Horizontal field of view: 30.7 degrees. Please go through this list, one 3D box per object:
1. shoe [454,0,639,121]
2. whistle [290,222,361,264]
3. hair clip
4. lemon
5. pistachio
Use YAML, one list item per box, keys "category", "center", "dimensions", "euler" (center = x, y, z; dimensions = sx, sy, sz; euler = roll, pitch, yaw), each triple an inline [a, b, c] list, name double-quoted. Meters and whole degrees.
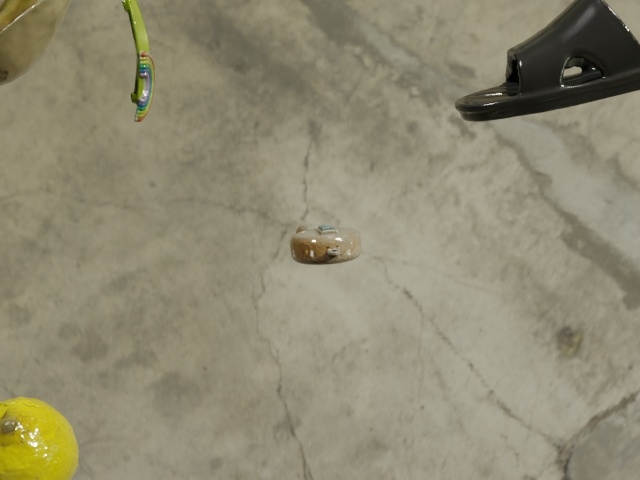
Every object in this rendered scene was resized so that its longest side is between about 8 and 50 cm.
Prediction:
- category: "shoe"
  center: [0.139, -0.095, 0.554]
  dimensions: [0.159, 0.053, 0.062]
  euler: [-10, 14, 0]
- category: "whistle"
  center: [0.000, 0.000, 1.775]
  dimensions: [0.107, 0.220, 0.057]
  euler: [-6, 97, -10]
- category: "hair clip"
  center: [-0.268, -0.274, 1.737]
  dimensions: [0.033, 0.188, 0.060]
  euler: [0, 18, 9]
- category: "lemon"
  center: [-0.465, 0.331, 1.808]
  dimensions: [0.181, 0.193, 0.180]
  euler: [2, 85, -20]
- category: "pistachio"
  center: [-0.425, -0.303, 1.600]
  dimensions: [0.126, 0.152, 0.223]
  euler: [43, 100, -14]
